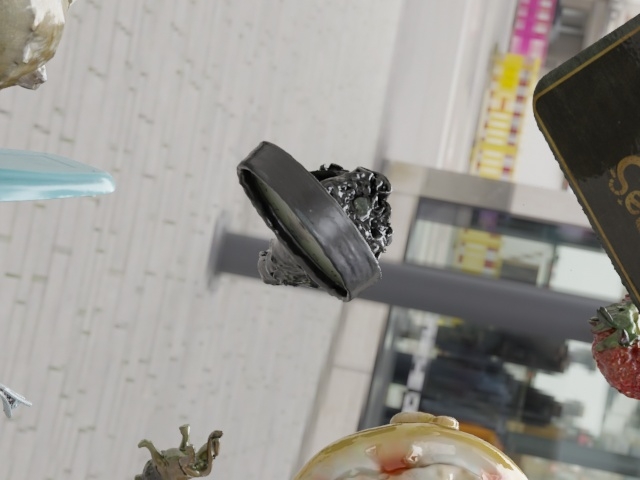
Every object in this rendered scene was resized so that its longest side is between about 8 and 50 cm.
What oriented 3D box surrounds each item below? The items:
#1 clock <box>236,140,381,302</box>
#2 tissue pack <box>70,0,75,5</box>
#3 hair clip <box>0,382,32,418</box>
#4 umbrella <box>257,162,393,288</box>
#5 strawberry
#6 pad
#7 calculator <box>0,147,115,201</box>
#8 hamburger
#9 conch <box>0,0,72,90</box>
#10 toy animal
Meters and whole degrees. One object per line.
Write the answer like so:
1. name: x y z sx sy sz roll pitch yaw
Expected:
1. clock: -0.015 -0.017 1.374 0.040 0.184 0.184 -40 163 -11
2. tissue pack: -0.461 -0.390 1.977 0.343 0.125 0.242 -41 157 14
3. hair clip: -0.469 0.224 2.002 0.039 0.030 0.115 -55 141 -11
4. umbrella: 0.007 0.010 1.824 0.154 0.128 0.336 62 -25 16
5. strawberry: 0.379 0.136 1.645 0.140 0.085 0.192 61 25 10
6. pad: 0.321 -0.011 1.331 0.063 0.375 0.315 -24 173 -38
7. calculator: -0.466 -0.091 1.880 0.386 0.256 0.054 0 102 -38
8. hamburger: 0.108 0.294 1.300 0.186 0.302 0.261 -84 -170 -54
9. conch: -0.400 -0.256 1.593 0.324 0.263 0.186 16 70 -70
10. toy animal: -0.180 0.276 1.795 0.069 0.086 0.220 -25 170 -39
